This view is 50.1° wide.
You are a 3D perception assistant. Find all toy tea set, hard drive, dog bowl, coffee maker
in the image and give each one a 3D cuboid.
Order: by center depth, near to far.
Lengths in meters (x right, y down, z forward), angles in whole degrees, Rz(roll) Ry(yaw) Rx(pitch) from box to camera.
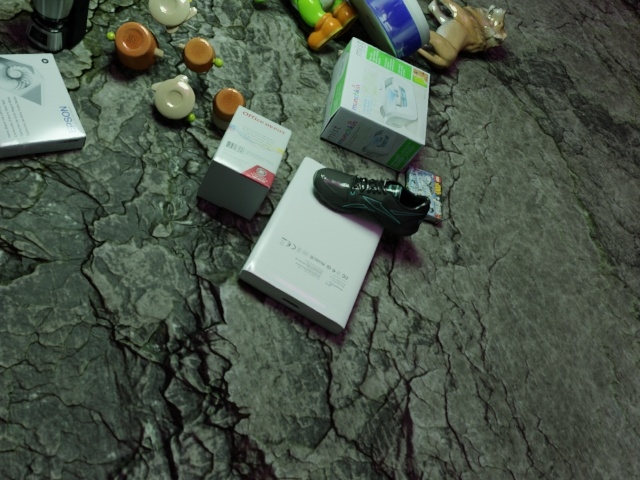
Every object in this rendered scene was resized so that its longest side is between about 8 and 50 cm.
[{"bbox_3d":[-0.527,-0.500,1.423,0.171,0.178,0.120,-30,78,-36],"label":"coffee maker"},{"bbox_3d":[0.000,0.000,1.455,0.233,0.047,0.353,31,50,-7],"label":"hard drive"},{"bbox_3d":[-0.307,-0.375,1.505,0.200,0.124,0.336,-34,97,-5],"label":"toy tea set"},{"bbox_3d":[0.168,-0.596,1.771,0.104,0.265,0.265,-35,76,4],"label":"dog bowl"}]

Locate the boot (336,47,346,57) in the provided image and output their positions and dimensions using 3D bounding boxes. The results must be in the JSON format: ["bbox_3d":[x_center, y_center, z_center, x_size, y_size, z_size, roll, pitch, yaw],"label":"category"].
[{"bbox_3d":[0.108,-0.471,1.832,0.118,0.042,0.087,-10,67,-32],"label":"boot"}]

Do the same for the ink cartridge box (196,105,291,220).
[{"bbox_3d":[-0.157,-0.162,1.426,0.128,0.127,0.176,26,51,-10],"label":"ink cartridge box"}]

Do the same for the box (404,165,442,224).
[{"bbox_3d":[0.252,-0.112,1.675,0.093,0.027,0.137,18,53,-15],"label":"box"}]

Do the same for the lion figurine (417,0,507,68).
[{"bbox_3d":[0.382,-0.597,2.021,0.240,0.142,0.392,46,64,-3],"label":"lion figurine"}]

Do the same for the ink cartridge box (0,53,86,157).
[{"bbox_3d":[-0.596,-0.262,1.315,0.223,0.045,0.223,-15,68,-34],"label":"ink cartridge box"}]

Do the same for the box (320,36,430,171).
[{"bbox_3d":[0.138,-0.338,1.705,0.231,0.127,0.262,23,52,-15],"label":"box"}]

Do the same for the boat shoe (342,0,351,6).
[{"bbox_3d":[0.107,-0.786,1.997,0.095,0.112,0.335,14,57,-25],"label":"boat shoe"}]

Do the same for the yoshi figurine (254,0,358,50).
[{"bbox_3d":[-0.083,-0.674,1.817,0.203,0.203,0.362,-39,97,0],"label":"yoshi figurine"}]

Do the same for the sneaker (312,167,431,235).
[{"bbox_3d":[0.114,-0.105,1.487,0.267,0.106,0.101,21,53,-12],"label":"sneaker"}]
